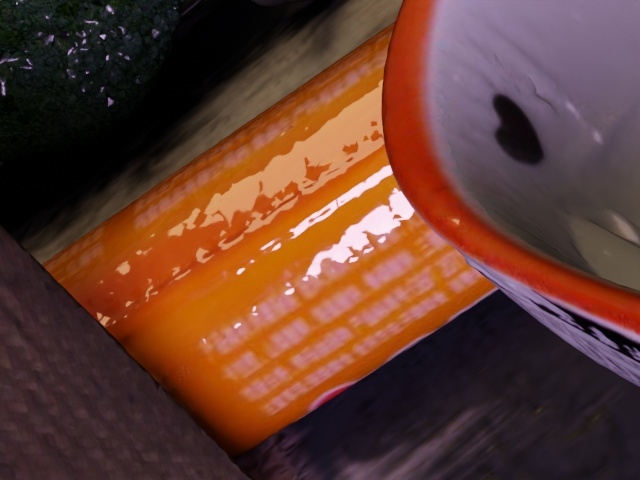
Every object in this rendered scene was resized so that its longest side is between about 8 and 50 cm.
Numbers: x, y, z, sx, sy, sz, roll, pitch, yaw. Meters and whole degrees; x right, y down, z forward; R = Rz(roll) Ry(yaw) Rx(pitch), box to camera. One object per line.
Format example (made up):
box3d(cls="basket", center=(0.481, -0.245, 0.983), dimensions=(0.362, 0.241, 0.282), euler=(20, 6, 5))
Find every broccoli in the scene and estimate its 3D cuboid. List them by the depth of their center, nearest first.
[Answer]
box3d(cls="broccoli", center=(-0.196, -0.152, 0.937), dimensions=(0.269, 0.269, 0.254), euler=(-58, 4, -34))

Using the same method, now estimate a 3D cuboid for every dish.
box3d(cls="dish", center=(0.149, -0.046, 0.399), dimensions=(0.256, 0.117, 0.256), euler=(-25, 41, 24))

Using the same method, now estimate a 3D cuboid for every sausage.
box3d(cls="sausage", center=(0.000, 0.000, 0.597), dimensions=(0.312, 0.093, 0.093), euler=(-34, 25, 13))

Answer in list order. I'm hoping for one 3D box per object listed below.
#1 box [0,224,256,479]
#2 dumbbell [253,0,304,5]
box3d(cls="box", center=(-0.170, 0.121, 0.523), dimensions=(0.273, 0.184, 0.143), euler=(-28, 28, 25))
box3d(cls="dumbbell", center=(-0.011, -0.182, 0.936), dimensions=(0.082, 0.081, 0.254), euler=(-29, 26, 23))
